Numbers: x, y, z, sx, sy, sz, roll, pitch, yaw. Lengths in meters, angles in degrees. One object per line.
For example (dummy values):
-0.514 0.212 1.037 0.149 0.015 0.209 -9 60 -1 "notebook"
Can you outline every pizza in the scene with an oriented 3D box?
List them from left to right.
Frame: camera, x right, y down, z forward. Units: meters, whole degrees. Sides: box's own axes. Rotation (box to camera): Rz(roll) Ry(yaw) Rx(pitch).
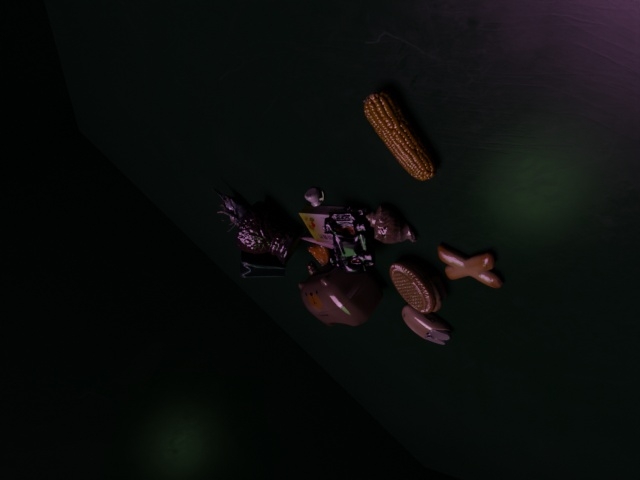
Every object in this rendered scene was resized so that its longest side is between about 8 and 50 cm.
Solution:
-0.003 0.057 2.146 0.131 0.041 0.178 20 145 34 "pizza"

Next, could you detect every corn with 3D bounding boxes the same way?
0.232 -0.297 1.256 0.313 0.102 0.102 52 152 -19 "corn"

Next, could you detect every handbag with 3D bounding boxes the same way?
-0.303 0.091 2.262 0.326 0.239 0.089 -111 28 -65 "handbag"

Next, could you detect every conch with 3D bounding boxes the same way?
0.262 -0.050 1.603 0.207 0.129 0.155 21 -172 -3 "conch"

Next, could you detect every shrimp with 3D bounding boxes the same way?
-0.462 -0.138 2.338 0.372 0.172 0.137 34 122 -13 "shrimp"

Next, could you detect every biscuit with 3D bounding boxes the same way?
0.379 0.185 1.726 0.259 0.079 0.259 49 163 21 "biscuit"
0.513 0.092 1.493 0.208 0.047 0.164 9 137 48 "biscuit"

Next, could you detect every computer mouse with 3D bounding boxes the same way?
0.466 0.376 1.927 0.237 0.082 0.145 36 152 17 "computer mouse"

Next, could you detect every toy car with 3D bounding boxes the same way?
0.121 0.004 1.735 0.193 0.118 0.301 -3 124 14 "toy car"

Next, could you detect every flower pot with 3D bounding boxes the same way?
-0.249 -0.023 2.145 0.267 0.266 0.266 29 151 7 "flower pot"

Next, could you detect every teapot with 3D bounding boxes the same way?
-0.018 -0.183 1.810 0.083 0.064 0.064 -15 132 23 "teapot"

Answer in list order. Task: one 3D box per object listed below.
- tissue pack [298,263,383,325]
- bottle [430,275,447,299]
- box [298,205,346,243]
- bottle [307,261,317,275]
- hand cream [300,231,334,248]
0.083 0.242 2.044 0.276 0.267 0.387 51 153 -11 "tissue pack"
0.464 0.185 1.693 0.045 0.045 0.096 10 137 47 "bottle"
0.041 -0.066 1.886 0.261 0.062 0.175 6 136 49 "box"
-0.045 0.160 2.344 0.063 0.047 0.101 29 150 47 "bottle"
0.000 0.000 2.040 0.210 0.067 0.043 18 130 35 "hand cream"
